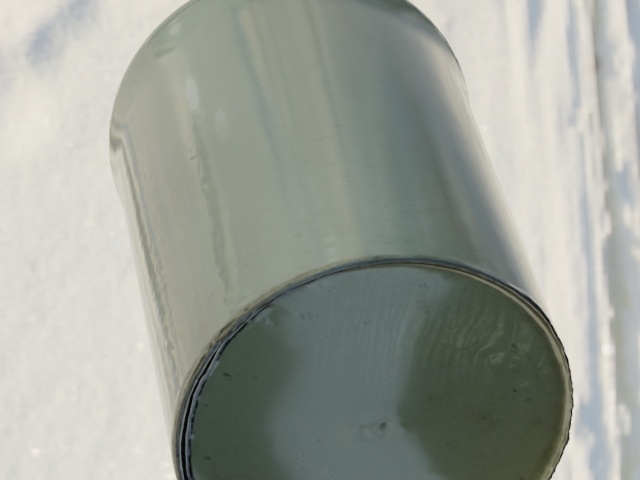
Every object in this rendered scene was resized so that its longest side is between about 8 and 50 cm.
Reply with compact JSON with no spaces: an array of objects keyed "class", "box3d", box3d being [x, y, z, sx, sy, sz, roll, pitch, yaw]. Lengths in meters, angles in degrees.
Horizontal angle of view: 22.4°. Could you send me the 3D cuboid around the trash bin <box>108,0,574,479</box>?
[{"class":"trash bin","box3d":[0.000,0.000,1.116,0.432,0.280,0.280,-106,171,-57]}]
